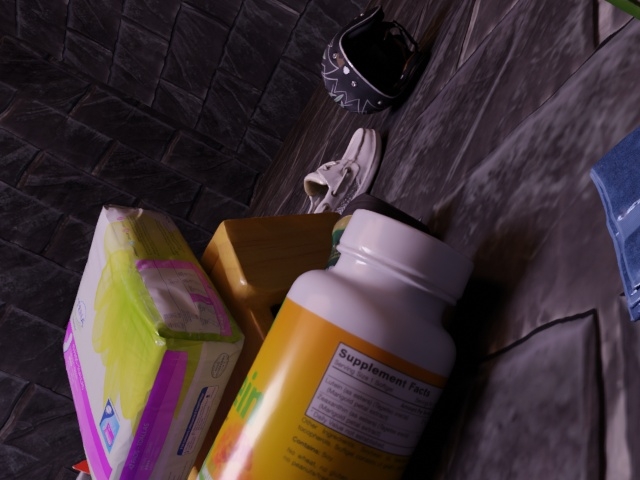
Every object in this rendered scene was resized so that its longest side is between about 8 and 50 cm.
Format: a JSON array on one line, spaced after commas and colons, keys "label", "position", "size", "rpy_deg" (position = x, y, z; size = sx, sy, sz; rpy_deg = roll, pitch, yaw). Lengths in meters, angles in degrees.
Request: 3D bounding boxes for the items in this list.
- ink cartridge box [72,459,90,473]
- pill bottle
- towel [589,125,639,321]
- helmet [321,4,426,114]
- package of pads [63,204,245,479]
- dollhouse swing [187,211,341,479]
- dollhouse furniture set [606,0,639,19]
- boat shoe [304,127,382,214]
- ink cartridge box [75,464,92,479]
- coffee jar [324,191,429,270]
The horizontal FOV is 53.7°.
[{"label": "ink cartridge box", "position": [-0.259, 0.306, 0.943], "size": [0.145, 0.179, 0.045], "rpy_deg": [-14, -79, -54]}, {"label": "pill bottle", "position": [0.018, 0.107, 0.477], "size": [0.246, 0.136, 0.136], "rpy_deg": [-64, 11, -3]}, {"label": "towel", "position": [0.175, -0.018, 0.320], "size": [0.067, 0.029, 0.119], "rpy_deg": [-53, 15, 41]}, {"label": "helmet", "position": [0.080, -0.295, 1.077], "size": [0.161, 0.169, 0.169], "rpy_deg": [-47, 12, 1]}, {"label": "package of pads", "position": [-0.207, 0.113, 0.723], "size": [0.296, 0.101, 0.229], "rpy_deg": [45, 119, 49]}, {"label": "dollhouse swing", "position": [-0.050, 0.195, 0.800], "size": [0.315, 0.305, 0.347], "rpy_deg": [-7, -43, -50]}, {"label": "dollhouse furniture set", "position": [0.230, -0.181, 0.368], "size": [0.076, 0.058, 0.151], "rpy_deg": [-65, 11, -5]}, {"label": "boat shoe", "position": [0.021, -0.085, 1.020], "size": [0.098, 0.096, 0.277], "rpy_deg": [-46, 20, 59]}, {"label": "ink cartridge box", "position": [-0.274, 0.446, 0.842], "size": [0.122, 0.211, 0.289], "rpy_deg": [-63, 11, 2]}, {"label": "coffee jar", "position": [0.040, 0.048, 0.617], "size": [0.079, 0.096, 0.184], "rpy_deg": [-35, 31, 62]}]
